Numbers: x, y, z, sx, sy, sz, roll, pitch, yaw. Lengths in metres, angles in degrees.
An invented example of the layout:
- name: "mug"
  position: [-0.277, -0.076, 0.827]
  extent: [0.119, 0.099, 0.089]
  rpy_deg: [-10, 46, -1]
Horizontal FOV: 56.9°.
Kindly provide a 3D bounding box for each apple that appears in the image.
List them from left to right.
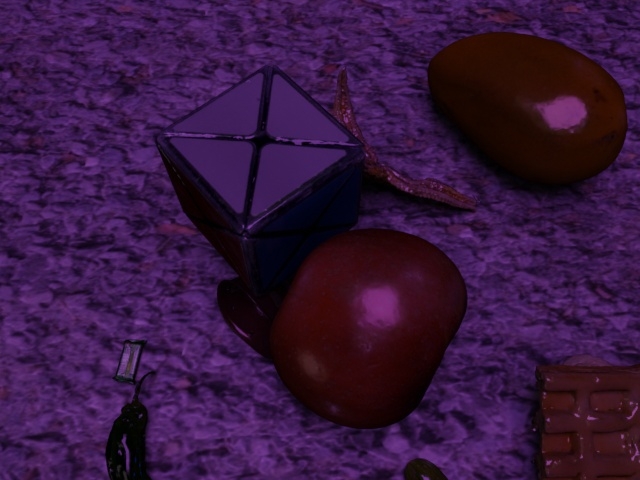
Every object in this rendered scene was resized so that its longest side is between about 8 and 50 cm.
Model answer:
- name: "apple"
  position: [0.081, 0.146, 1.017]
  extent: [0.276, 0.349, 0.349]
  rpy_deg: [27, 69, 17]

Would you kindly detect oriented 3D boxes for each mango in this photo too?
- name: "mango"
  position: [0.439, -0.299, 1.280]
  extent: [0.445, 0.232, 0.300]
  rpy_deg: [34, 75, 22]

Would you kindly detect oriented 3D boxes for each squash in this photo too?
- name: "squash"
  position: [0.232, 0.476, 1.021]
  extent: [0.066, 0.066, 0.229]
  rpy_deg: [-35, 71, -15]

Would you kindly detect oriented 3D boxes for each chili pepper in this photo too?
- name: "chili pepper"
  position: [-0.326, 0.380, 1.063]
  extent: [0.122, 0.065, 0.279]
  rpy_deg: [-15, 69, -16]

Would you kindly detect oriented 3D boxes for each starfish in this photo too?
- name: "starfish"
  position: [0.105, -0.196, 1.236]
  extent: [0.132, 0.383, 0.398]
  rpy_deg: [-47, 62, 25]

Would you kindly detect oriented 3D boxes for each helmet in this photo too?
- name: "helmet"
  position: [-0.107, 0.131, 1.140]
  extent: [0.106, 0.155, 0.175]
  rpy_deg: [-31, 75, -34]

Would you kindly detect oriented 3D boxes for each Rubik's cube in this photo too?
- name: "Rubik's cube"
  position: [-0.096, -0.101, 1.032]
  extent: [0.260, 0.259, 0.255]
  rpy_deg: [-36, 69, -20]

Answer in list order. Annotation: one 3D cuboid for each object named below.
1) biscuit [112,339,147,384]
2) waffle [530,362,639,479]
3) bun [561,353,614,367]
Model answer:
- name: "biscuit"
  position: [-0.372, 0.234, 1.152]
  extent: [0.046, 0.016, 0.089]
  rpy_deg: [8, 67, 2]
- name: "waffle"
  position: [0.518, 0.384, 1.015]
  extent: [0.303, 0.077, 0.349]
  rpy_deg: [1, 81, -2]
- name: "bun"
  position: [0.510, 0.265, 1.110]
  extent: [0.115, 0.069, 0.115]
  rpy_deg: [0, 64, 0]
